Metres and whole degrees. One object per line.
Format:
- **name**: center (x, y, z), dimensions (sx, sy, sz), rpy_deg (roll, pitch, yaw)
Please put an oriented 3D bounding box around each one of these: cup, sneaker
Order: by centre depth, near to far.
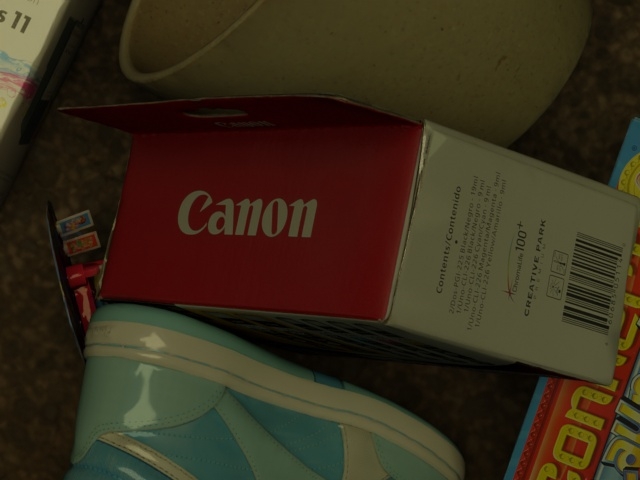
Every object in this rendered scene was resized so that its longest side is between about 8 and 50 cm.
- **sneaker**: center (-0.049, 0.189, 1.304), dimensions (0.319, 0.127, 0.208), rpy_deg (24, 72, -27)
- **cup**: center (0.052, -0.183, 1.312), dimensions (0.237, 0.331, 0.331), rpy_deg (35, 87, -22)

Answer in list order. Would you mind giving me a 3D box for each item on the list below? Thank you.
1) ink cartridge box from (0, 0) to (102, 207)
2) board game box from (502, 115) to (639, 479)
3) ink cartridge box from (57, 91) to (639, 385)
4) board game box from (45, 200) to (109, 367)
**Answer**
- **ink cartridge box**: center (-0.293, -0.162, 1.386), dimensions (0.207, 0.119, 0.353), rpy_deg (25, 87, 2)
- **board game box**: center (0.302, 0.110, 1.228), dimensions (0.302, 0.086, 0.308), rpy_deg (20, 94, 20)
- **ink cartridge box**: center (0.000, 0.000, 1.227), dimensions (0.272, 0.309, 0.130), rpy_deg (17, 80, -38)
- **board game box**: center (-0.160, 0.050, 1.345), dimensions (0.033, 0.133, 0.168), rpy_deg (-15, 131, -3)
